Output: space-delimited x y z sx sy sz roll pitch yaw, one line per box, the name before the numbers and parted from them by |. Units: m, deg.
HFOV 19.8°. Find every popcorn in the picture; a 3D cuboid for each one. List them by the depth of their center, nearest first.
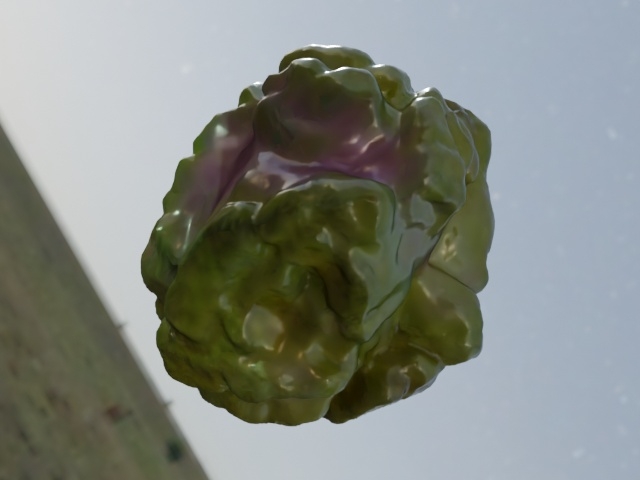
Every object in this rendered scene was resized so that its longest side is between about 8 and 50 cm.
popcorn | 0.000 0.000 0.692 0.126 0.145 0.126 17 2 37
